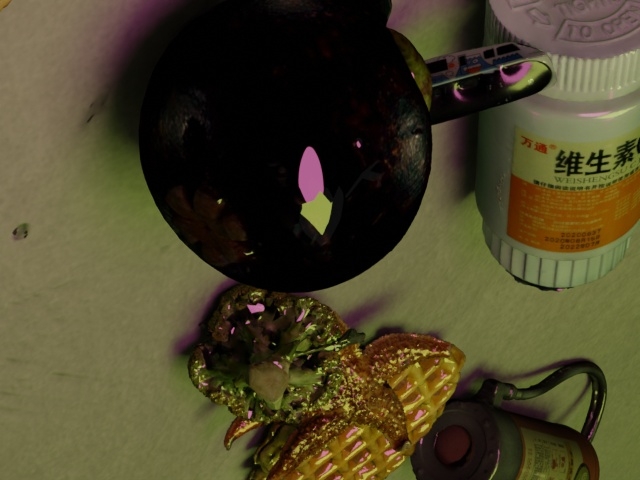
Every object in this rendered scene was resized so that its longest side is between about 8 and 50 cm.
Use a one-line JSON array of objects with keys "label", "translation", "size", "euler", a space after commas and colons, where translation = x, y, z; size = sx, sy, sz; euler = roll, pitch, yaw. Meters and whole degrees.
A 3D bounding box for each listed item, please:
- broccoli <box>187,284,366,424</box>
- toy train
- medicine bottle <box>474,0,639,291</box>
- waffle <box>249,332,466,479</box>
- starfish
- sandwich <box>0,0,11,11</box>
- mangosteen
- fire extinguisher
[{"label": "broccoli", "translation": [-0.042, 0.099, 1.494], "size": [0.130, 0.131, 0.120], "euler": [-50, -173, 14]}, {"label": "toy train", "translation": [0.078, -0.112, 1.355], "size": [0.207, 0.047, 0.043], "euler": [-14, 140, 11]}, {"label": "medicine bottle", "translation": [0.213, -0.104, 1.504], "size": [0.158, 0.158, 0.318], "euler": [-31, 148, -20]}, {"label": "waffle", "translation": [0.032, 0.191, 1.766], "size": [0.254, 0.052, 0.245], "euler": [-4, 133, -48]}, {"label": "starfish", "translation": [0.014, 0.138, 1.619], "size": [0.227, 0.043, 0.240], "euler": [-39, 126, -10]}, {"label": "sandwich", "translation": [-0.194, -0.227, 0.929], "size": [0.288, 0.099, 0.254], "euler": [-40, 156, -5]}, {"label": "mangosteen", "translation": [-0.016, -0.079, 1.228], "size": [0.243, 0.243, 0.243], "euler": [-30, 147, -22]}, {"label": "fire extinguisher", "translation": [0.255, 0.235, 2.017], "size": [0.200, 0.113, 0.376], "euler": [-50, 149, 10]}]
